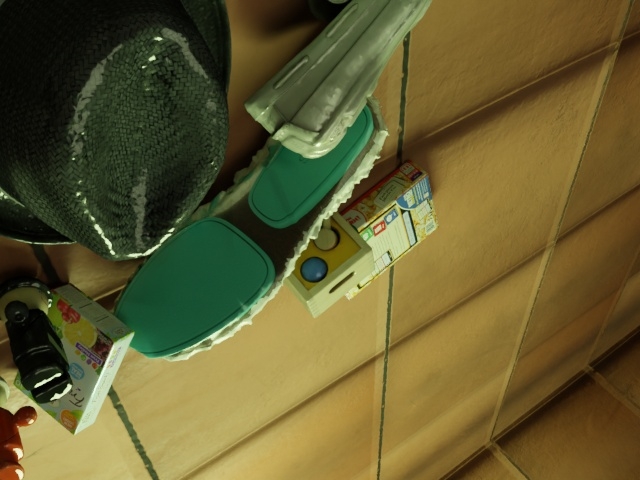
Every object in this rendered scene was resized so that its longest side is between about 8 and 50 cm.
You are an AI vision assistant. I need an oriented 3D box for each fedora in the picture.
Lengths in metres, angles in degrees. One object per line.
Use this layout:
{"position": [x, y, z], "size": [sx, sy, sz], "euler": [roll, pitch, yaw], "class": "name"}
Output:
{"position": [-0.180, -0.101, 0.556], "size": [0.334, 0.152, 0.334], "euler": [-26, 140, -24], "class": "fedora"}

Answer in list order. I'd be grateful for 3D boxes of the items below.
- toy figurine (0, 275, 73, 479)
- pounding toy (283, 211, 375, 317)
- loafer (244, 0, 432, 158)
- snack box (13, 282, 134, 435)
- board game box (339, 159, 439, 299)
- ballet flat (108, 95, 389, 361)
{"position": [-0.367, 0.133, 0.621], "size": [0.210, 0.148, 0.213], "euler": [11, 119, -43], "class": "toy figurine"}
{"position": [0.000, 0.000, 0.870], "size": [0.141, 0.130, 0.100], "euler": [-38, 156, -9], "class": "pounding toy"}
{"position": [0.040, -0.238, 0.675], "size": [0.111, 0.112, 0.319], "euler": [33, 82, -10], "class": "loafer"}
{"position": [-0.280, 0.134, 0.730], "size": [0.141, 0.100, 0.037], "euler": [-61, 165, 22], "class": "snack box"}
{"position": [0.090, -0.013, 1.002], "size": [0.193, 0.045, 0.146], "euler": [-38, 144, -10], "class": "board game box"}
{"position": [-0.070, -0.011, 0.785], "size": [0.409, 0.147, 0.147], "euler": [-44, 144, 0], "class": "ballet flat"}
